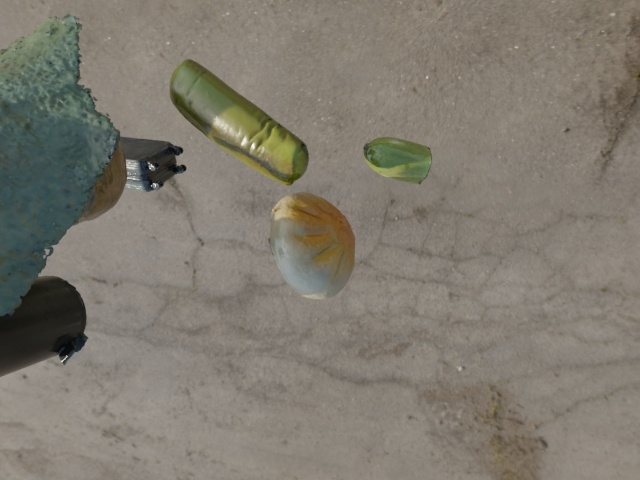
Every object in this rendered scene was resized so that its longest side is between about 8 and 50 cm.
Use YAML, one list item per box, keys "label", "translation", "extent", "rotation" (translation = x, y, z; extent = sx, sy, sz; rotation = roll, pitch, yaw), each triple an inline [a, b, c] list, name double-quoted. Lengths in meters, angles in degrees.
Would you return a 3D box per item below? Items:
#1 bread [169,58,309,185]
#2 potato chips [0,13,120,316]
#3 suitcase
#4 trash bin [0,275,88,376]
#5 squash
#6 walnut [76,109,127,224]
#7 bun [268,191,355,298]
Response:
- label: "bread"
  translation: [-0.199, -0.263, 0.992]
  extent: [0.384, 0.112, 0.166]
  rotation: [37, 163, 3]
- label: "potato chips"
  translation: [-0.235, -0.064, 0.304]
  extent: [0.228, 0.167, 0.059]
  rotation: [68, 157, 14]
- label: "suitcase"
  translation: [-0.648, -0.265, 1.444]
  extent: [0.312, 0.202, 0.128]
  rotation: [10, 124, 12]
- label: "trash bin"
  translation: [-0.683, 0.184, 0.869]
  extent: [0.252, 0.301, 0.203]
  rotation: [45, 102, 8]
- label: "squash"
  translation: [0.208, -0.237, 1.185]
  extent: [0.187, 0.123, 0.123]
  rotation: [12, 123, -20]
- label: "walnut"
  translation: [-0.632, -0.193, 0.988]
  extent: [0.333, 0.333, 0.332]
  rotation: [6, 119, 12]
- label: "bun"
  translation: [0.000, 0.000, 1.097]
  extent: [0.165, 0.299, 0.299]
  rotation: [-25, 108, 22]
